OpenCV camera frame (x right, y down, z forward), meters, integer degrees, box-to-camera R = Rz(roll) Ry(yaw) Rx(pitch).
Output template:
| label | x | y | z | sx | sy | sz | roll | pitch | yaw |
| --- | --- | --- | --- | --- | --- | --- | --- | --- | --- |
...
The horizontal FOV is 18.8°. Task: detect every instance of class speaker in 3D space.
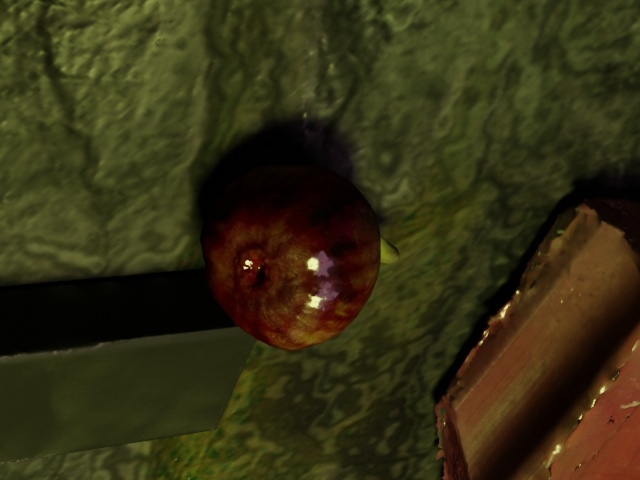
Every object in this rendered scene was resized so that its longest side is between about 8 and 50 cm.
| label | x | y | z | sx | sy | sz | roll | pitch | yaw |
| --- | --- | --- | --- | --- | --- | --- | --- | --- | --- |
| speaker | -0.140 | 0.062 | 0.921 | 0.218 | 0.044 | 0.082 | -6 | 136 | -32 |

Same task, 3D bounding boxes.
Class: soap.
| label | x | y | z | sx | sy | sz | roll | pitch | yaw |
| --- | --- | --- | --- | --- | --- | --- | --- | --- | --- |
| soap | 0.161 | 0.107 | 1.143 | 0.182 | 0.112 | 0.289 | 5 | 131 | -36 |

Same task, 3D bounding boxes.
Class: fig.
| label | x | y | z | sx | sy | sz | roll | pitch | yaw |
| --- | --- | --- | --- | --- | --- | --- | --- | --- | --- |
| fig | 0.000 | 0.000 | 0.937 | 0.089 | 0.089 | 0.125 | -55 | 165 | 28 |
